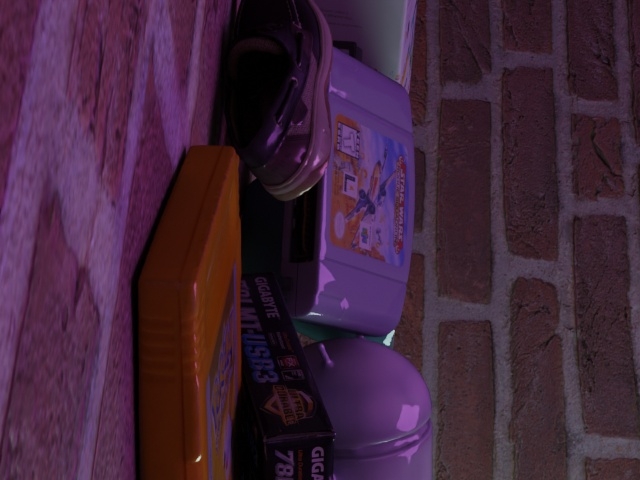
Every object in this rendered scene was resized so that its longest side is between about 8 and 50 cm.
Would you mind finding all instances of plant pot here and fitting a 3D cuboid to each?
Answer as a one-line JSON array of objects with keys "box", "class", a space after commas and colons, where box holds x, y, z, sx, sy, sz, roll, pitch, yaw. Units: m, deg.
[{"box": [0.000, 0.000, 1.630, 0.290, 0.195, 0.290, 3, 90, -89], "class": "plant pot"}]

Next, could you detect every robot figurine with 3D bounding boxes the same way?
[{"box": [0.031, 0.265, 1.488, 0.300, 0.199, 0.354, -52, 142, -69], "class": "robot figurine"}]

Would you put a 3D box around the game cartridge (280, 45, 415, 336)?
[{"box": [0.035, -0.050, 1.396, 0.198, 0.062, 0.297, 16, 74, -51], "class": "game cartridge"}]

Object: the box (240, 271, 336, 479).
[{"box": [-0.050, 0.225, 1.240, 0.295, 0.073, 0.293, -118, -153, -61], "class": "box"}]

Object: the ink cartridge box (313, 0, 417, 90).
[{"box": [0.025, -0.280, 1.734, 0.198, 0.197, 0.270, -75, 170, -52], "class": "ink cartridge box"}]

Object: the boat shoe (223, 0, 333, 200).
[{"box": [-0.050, -0.172, 1.281, 0.092, 0.102, 0.285, 39, 36, -43], "class": "boat shoe"}]

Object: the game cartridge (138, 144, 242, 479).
[{"box": [-0.092, 0.115, 0.984, 0.285, 0.052, 0.324, -85, 178, -66], "class": "game cartridge"}]
